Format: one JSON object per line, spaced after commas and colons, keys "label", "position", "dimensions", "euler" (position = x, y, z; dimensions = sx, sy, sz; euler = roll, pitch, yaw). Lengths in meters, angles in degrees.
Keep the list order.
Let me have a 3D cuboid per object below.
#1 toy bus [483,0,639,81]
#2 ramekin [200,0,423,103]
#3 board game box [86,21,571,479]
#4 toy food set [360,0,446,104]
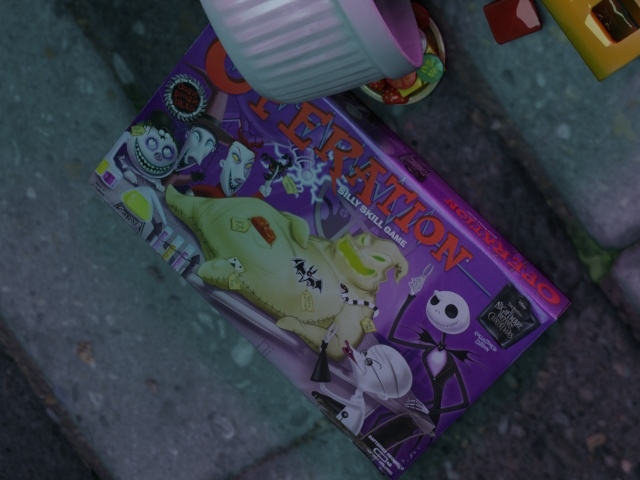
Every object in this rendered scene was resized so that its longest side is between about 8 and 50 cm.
{"label": "toy bus", "position": [0.178, -0.209, 1.288], "dimensions": [0.202, 0.104, 0.191], "euler": [12, 112, 20]}
{"label": "ramekin", "position": [-0.019, -0.193, 1.312], "dimensions": [0.109, 0.207, 0.207], "euler": [-22, 98, 12]}
{"label": "board game box", "position": [0.000, 0.000, 1.474], "dimensions": [0.347, 0.056, 0.208], "euler": [44, 115, 5]}
{"label": "toy food set", "position": [0.054, -0.141, 1.414], "dimensions": [0.082, 0.020, 0.083], "euler": [-32, 92, 29]}
